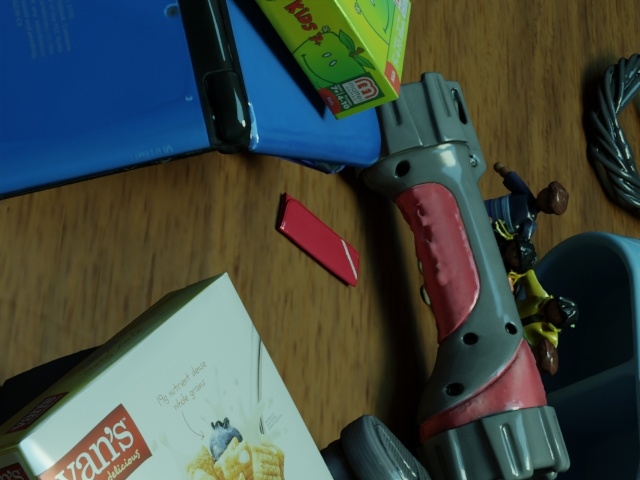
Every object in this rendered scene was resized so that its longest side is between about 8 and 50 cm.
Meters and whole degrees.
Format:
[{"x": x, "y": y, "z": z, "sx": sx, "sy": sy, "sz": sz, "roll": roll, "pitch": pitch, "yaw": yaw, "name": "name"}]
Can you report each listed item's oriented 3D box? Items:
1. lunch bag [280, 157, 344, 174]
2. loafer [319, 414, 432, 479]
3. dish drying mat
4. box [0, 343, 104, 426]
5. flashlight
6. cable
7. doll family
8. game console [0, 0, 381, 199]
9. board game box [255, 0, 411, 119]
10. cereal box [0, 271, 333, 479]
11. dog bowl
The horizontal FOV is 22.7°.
[{"x": -0.028, "y": -0.132, "z": 1.063, "sx": 0.151, "sy": 0.096, "sz": 0.129, "roll": 37, "pitch": 47, "yaw": -24, "name": "lunch bag"}, {"x": 0.073, "y": 0.235, "z": 1.048, "sx": 0.302, "sy": 0.095, "sz": 0.109, "roll": 53, "pitch": 7, "yaw": -31, "name": "loafer"}, {"x": 0.000, "y": 0.000, "z": 1.114, "sx": 0.083, "sy": 0.008, "sz": 0.032, "roll": 40, "pitch": 45, "yaw": -37, "name": "dish drying mat"}, {"x": -0.090, "y": 0.178, "z": 0.809, "sx": 0.207, "sy": 0.108, "sz": 0.153, "roll": 49, "pitch": 40, "yaw": -29, "name": "box"}, {"x": 0.086, "y": 0.033, "z": 1.139, "sx": 0.103, "sy": 0.103, "sz": 0.304, "roll": 16, "pitch": 54, "yaw": -64, "name": "flashlight"}, {"x": 0.317, "y": -0.106, "z": 1.573, "sx": 0.150, "sy": 0.047, "sz": 0.184, "roll": 18, "pitch": 64, "yaw": -35, "name": "cable"}, {"x": 0.142, "y": 0.033, "z": 1.205, "sx": 0.076, "sy": 0.111, "sz": 0.193, "roll": 0, "pitch": 74, "yaw": -55, "name": "doll family"}, {"x": -0.113, "y": -0.169, "z": 0.931, "sx": 0.173, "sy": 0.250, "sz": 0.293, "roll": 83, "pitch": -6, "yaw": -80, "name": "game console"}, {"x": -0.012, "y": -0.166, "z": 0.895, "sx": 0.181, "sy": 0.043, "sz": 0.092, "roll": 54, "pitch": 31, "yaw": -35, "name": "board game box"}, {"x": -0.046, "y": 0.156, "z": 0.740, "sx": 0.173, "sy": 0.047, "sz": 0.240, "roll": -42, "pitch": 109, "yaw": -53, "name": "cereal box"}, {"x": 0.219, "y": 0.124, "z": 1.233, "sx": 0.074, "sy": 0.166, "sz": 0.297, "roll": 25, "pitch": 54, "yaw": -32, "name": "dog bowl"}]
